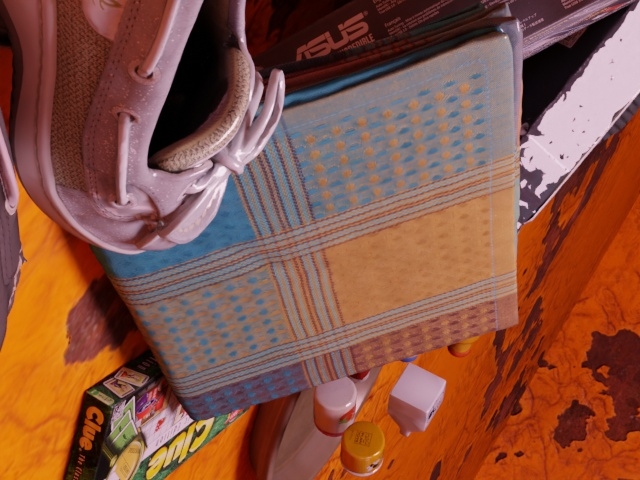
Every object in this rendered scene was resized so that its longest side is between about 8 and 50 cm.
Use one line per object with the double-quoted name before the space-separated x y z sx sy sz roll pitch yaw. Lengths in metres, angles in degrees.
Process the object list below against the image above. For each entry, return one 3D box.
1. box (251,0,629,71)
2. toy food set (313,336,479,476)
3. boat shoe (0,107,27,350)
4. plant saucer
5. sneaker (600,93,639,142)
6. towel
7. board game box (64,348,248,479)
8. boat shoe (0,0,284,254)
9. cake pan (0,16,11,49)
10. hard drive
"box" 0.105 -0.150 0.981 0.307 0.076 0.242 -26 -179 29
"toy food set" 0.068 0.133 1.394 0.232 0.111 0.104 -55 161 -32
"boat shoe" -0.162 -0.060 0.576 0.095 0.112 0.335 -47 154 -30
"plant saucer" 0.006 0.139 1.482 0.278 0.041 0.278 -54 160 -30
"sneaker" 0.182 -0.119 1.404 0.330 0.122 0.146 -43 -153 10
"towel" 0.000 0.000 0.949 0.271 0.040 0.370 -16 150 -1
"board game box" -0.112 0.125 1.139 0.260 0.030 0.136 -35 150 -57
"boat shoe" -0.065 -0.079 0.627 0.320 0.103 0.118 95 21 -60
"cake pan" -0.079 -0.216 0.683 0.293 0.054 0.293 -53 160 -29
"hard drive" 0.198 -0.183 1.172 0.339 0.064 0.237 -52 -152 4
